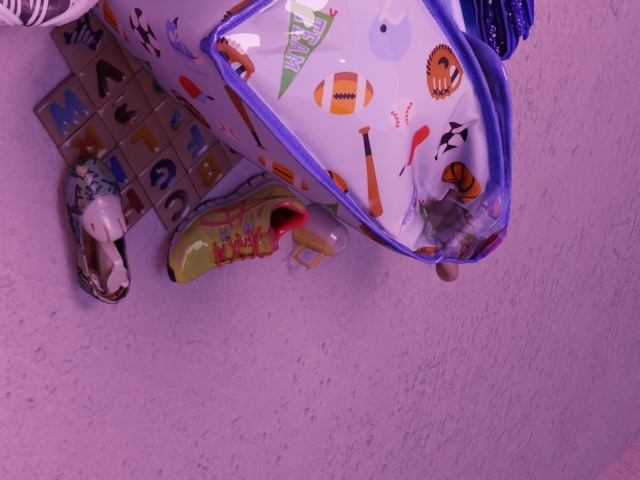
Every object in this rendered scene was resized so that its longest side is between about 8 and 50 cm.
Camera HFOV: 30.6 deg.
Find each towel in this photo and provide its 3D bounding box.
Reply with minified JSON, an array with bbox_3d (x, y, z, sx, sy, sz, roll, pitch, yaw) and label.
[{"bbox_3d":[0.211,-0.361,1.407,0.308,0.076,0.227,-70,146,-66],"label":"towel"}]

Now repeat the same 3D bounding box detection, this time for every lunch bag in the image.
[{"bbox_3d":[-0.001,-0.162,1.136,0.239,0.328,0.385,-45,127,-6],"label":"lunch bag"}]

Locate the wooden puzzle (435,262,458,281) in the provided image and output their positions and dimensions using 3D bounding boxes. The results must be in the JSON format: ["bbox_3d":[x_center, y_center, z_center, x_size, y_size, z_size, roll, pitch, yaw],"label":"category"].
[{"bbox_3d":[0.108,-0.151,1.517,0.348,0.080,0.322,56,31,-59],"label":"wooden puzzle"}]

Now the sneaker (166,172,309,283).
[{"bbox_3d":[-0.099,-0.008,1.450,0.208,0.094,0.081,-38,144,-28],"label":"sneaker"}]

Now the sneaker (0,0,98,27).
[{"bbox_3d":[-0.295,-0.287,0.900,0.366,0.137,0.210,-7,123,-50],"label":"sneaker"}]

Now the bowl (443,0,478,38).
[{"bbox_3d":[0.149,-0.256,1.392,0.391,0.077,0.391,-12,90,-76],"label":"bowl"}]

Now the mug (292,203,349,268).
[{"bbox_3d":[0.003,-0.002,1.624,0.062,0.064,0.078,-12,126,-50],"label":"mug"}]

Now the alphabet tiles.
[{"bbox_3d":[-0.168,-0.165,1.301,0.285,0.011,0.342,-48,147,-18],"label":"alphabet tiles"}]

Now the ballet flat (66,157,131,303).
[{"bbox_3d":[-0.235,-0.004,1.280,0.070,0.070,0.188,-36,144,-32],"label":"ballet flat"}]
